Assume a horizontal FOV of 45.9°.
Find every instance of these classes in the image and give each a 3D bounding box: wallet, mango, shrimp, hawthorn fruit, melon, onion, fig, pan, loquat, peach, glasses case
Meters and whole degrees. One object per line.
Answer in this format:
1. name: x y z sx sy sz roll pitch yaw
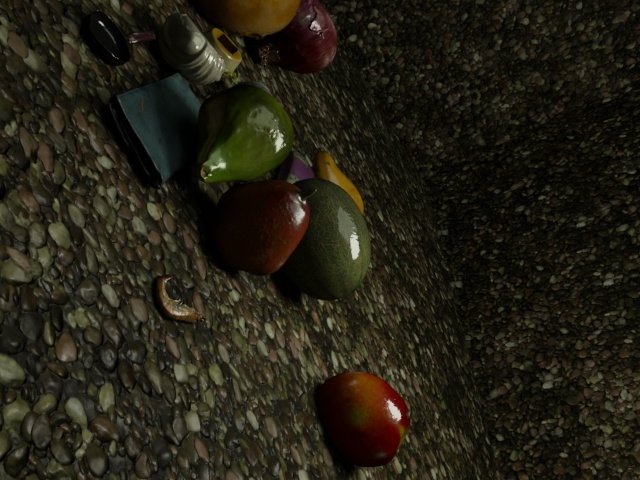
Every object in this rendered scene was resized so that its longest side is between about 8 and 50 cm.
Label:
1. wallet: -0.314 -0.238 1.554 0.190 0.046 0.379 61 18 -13
2. mango: 0.043 -0.158 2.391 0.262 0.109 0.157 55 29 -15
3. shrimp: -0.245 0.107 1.330 0.127 0.025 0.091 39 30 -50
4. hawthorn fruit: -0.106 -0.044 1.567 0.199 0.251 0.199 36 37 -33
5. melon: 0.000 0.000 1.840 0.301 0.238 0.237 69 18 10
6. onion: -0.120 -0.659 2.393 0.348 0.285 0.347 37 -18 14
7. fig: -0.182 -0.189 1.547 0.206 0.206 0.275 57 39 -25
8. pan: -0.404 -0.409 1.528 0.114 0.040 0.212 63 25 -6
9. loquat: -0.201 -0.725 2.101 0.328 0.329 0.328 54 20 -31
10. peach: 0.088 0.406 1.733 0.190 0.226 0.196 -49 155 -37
11. glasses case: -0.068 -0.149 2.100 0.123 0.076 0.316 57 19 -24

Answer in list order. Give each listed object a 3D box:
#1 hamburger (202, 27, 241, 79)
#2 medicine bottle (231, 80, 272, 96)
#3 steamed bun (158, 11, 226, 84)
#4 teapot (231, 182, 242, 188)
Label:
1. hamburger: -0.265 -0.483 1.974 0.141 0.081 0.126 40 26 -29
2. medicine bottle: -0.183 -0.328 1.907 0.135 0.135 0.215 58 19 -22
3. steamed bun: -0.300 -0.429 1.733 0.183 0.106 0.183 53 4 -5
4. teapot: -0.172 -0.111 1.811 0.111 0.043 0.042 31 38 -55
